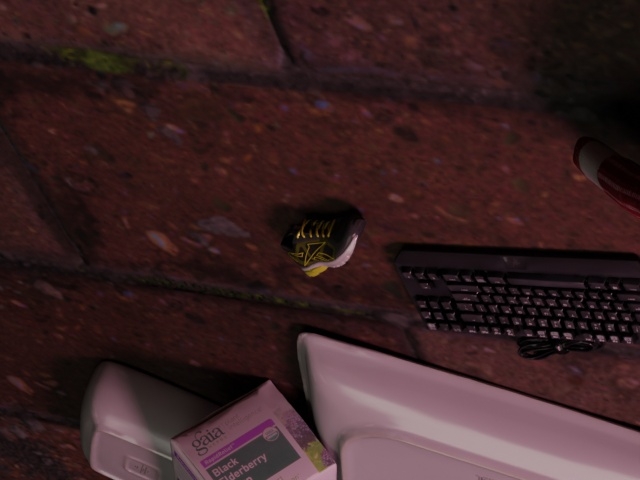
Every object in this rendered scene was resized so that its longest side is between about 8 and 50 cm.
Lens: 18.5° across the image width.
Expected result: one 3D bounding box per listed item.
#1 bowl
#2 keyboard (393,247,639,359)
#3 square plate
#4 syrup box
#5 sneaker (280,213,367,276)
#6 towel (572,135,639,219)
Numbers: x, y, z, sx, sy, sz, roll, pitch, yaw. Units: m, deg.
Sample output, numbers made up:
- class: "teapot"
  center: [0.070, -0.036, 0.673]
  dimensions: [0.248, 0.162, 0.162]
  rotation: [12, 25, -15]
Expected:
- class: "bowl"
  center: [-0.138, 0.169, 1.633]
  dimensions: [0.142, 0.053, 0.142]
  rotation: [24, 151, 3]
- class: "keyboard"
  center: [0.142, 0.047, 1.277]
  dimensions: [0.180, 0.023, 0.108]
  rotation: [3, 144, 33]
- class: "square plate"
  center: [0.145, 0.220, 1.515]
  dimensions: [0.347, 0.049, 0.344]
  rotation: [16, 149, 14]
- class: "syrup box"
  center: [-0.052, 0.221, 1.580]
  dimensions: [0.096, 0.093, 0.237]
  rotation: [50, 159, 25]
- class: "sneaker"
  center: [0.000, 0.000, 1.294]
  dimensions: [0.035, 0.031, 0.083]
  rotation: [34, 148, -14]
- class: "towel"
  center: [0.272, 0.063, 0.990]
  dimensions: [0.237, 0.037, 0.329]
  rotation: [34, -174, -28]
